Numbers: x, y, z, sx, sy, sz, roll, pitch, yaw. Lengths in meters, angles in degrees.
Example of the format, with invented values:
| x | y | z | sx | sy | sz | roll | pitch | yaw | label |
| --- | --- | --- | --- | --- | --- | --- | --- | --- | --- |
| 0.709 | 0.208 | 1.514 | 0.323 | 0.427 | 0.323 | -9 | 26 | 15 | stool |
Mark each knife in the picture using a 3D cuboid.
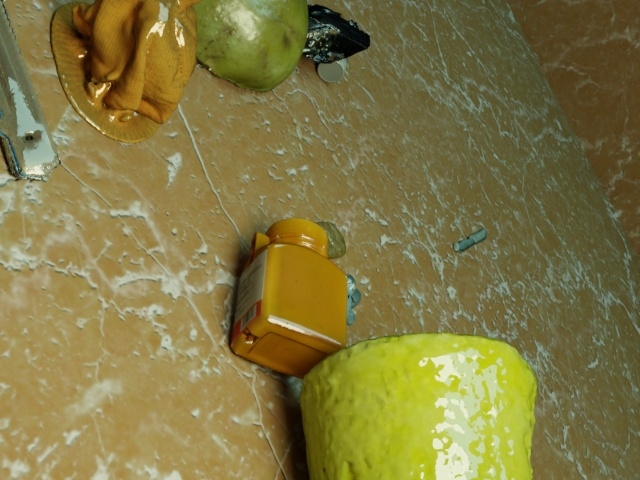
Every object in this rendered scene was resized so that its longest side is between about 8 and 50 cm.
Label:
| x | y | z | sx | sy | sz | roll | pitch | yaw | label |
| --- | --- | --- | --- | --- | --- | --- | --- | --- | --- |
| -0.424 | -0.240 | 1.158 | 0.089 | 0.043 | 0.365 | -20 | 83 | -25 | knife |
| 0.355 | -0.001 | 2.115 | 0.028 | 0.015 | 0.210 | 58 | 30 | 7 | knife |

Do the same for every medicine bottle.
| x | y | z | sx | sy | sz | roll | pitch | yaw | label |
| --- | --- | --- | --- | --- | --- | --- | --- | --- | --- |
| 0.028 | -0.380 | 1.906 | 0.058 | 0.058 | 0.091 | 45 | 34 | -25 | medicine bottle |
| -0.042 | 0.080 | 1.353 | 0.149 | 0.112 | 0.222 | 24 | 44 | -21 | medicine bottle |

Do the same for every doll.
| x | y | z | sx | sy | sz | roll | pitch | yaw | label |
| --- | --- | --- | --- | --- | --- | --- | --- | --- | --- |
| 0.036 | 0.088 | 1.518 | 0.120 | 0.075 | 0.180 | 58 | 30 | 7 | doll |

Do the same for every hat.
| x | y | z | sx | sy | sz | roll | pitch | yaw | label |
| --- | --- | --- | --- | --- | --- | --- | --- | --- | --- |
| -0.228 | -0.301 | 1.301 | 0.233 | 0.233 | 0.244 | 60 | 32 | -4 | hat |

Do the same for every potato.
| x | y | z | sx | sy | sz | roll | pitch | yaw | label |
| --- | --- | --- | --- | --- | --- | --- | --- | --- | --- |
| -0.107 | -0.431 | 1.606 | 0.280 | 0.213 | 0.330 | 61 | 32 | 1 | potato |

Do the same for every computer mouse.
| x | y | z | sx | sy | sz | roll | pitch | yaw | label |
| --- | --- | --- | --- | --- | --- | --- | --- | --- | --- |
| 0.007 | -0.430 | 1.838 | 0.242 | 0.077 | 0.146 | -8 | 56 | -39 | computer mouse |

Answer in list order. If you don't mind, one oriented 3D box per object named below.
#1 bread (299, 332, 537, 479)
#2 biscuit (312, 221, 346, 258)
| x | y | z | sx | sy | sz | roll | pitch | yaw | label |
| --- | --- | --- | --- | --- | --- | --- | --- | --- | --- |
| 0.146 | 0.309 | 1.261 | 0.348 | 0.348 | 0.307 | 24 | 52 | -45 | bread |
| 0.000 | 0.000 | 1.594 | 0.147 | 0.018 | 0.071 | -4 | 67 | -57 | biscuit |
